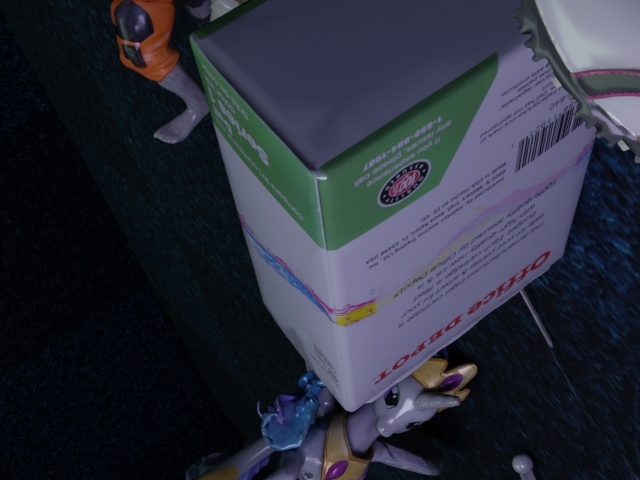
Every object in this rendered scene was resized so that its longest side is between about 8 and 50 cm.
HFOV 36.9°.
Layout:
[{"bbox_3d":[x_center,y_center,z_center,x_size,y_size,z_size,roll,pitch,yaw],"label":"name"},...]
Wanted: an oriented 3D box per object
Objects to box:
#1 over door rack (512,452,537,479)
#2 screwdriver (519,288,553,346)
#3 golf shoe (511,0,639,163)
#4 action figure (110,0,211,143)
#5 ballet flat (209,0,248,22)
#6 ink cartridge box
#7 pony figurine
[{"bbox_3d":[0.164,0.319,0.921,0.108,0.239,0.324,49,164,4],"label":"over door rack"},{"bbox_3d":[0.153,0.019,0.768,0.170,0.025,0.024,53,166,-22],"label":"screwdriver"},{"bbox_3d":[0.189,-0.062,0.385,0.273,0.105,0.120,49,148,2],"label":"golf shoe"},{"bbox_3d":[-0.171,-0.312,0.902,0.330,0.178,0.341,87,176,-51],"label":"action figure"},{"bbox_3d":[-0.062,-0.182,0.890,0.206,0.067,0.073,62,163,-20],"label":"ballet flat"},{"bbox_3d":[0.056,-0.043,0.575,0.117,0.201,0.278,48,163,27],"label":"ink cartridge box"},{"bbox_3d":[0.007,0.225,1.114,0.303,0.363,0.351,51,-179,-8],"label":"pony figurine"}]
